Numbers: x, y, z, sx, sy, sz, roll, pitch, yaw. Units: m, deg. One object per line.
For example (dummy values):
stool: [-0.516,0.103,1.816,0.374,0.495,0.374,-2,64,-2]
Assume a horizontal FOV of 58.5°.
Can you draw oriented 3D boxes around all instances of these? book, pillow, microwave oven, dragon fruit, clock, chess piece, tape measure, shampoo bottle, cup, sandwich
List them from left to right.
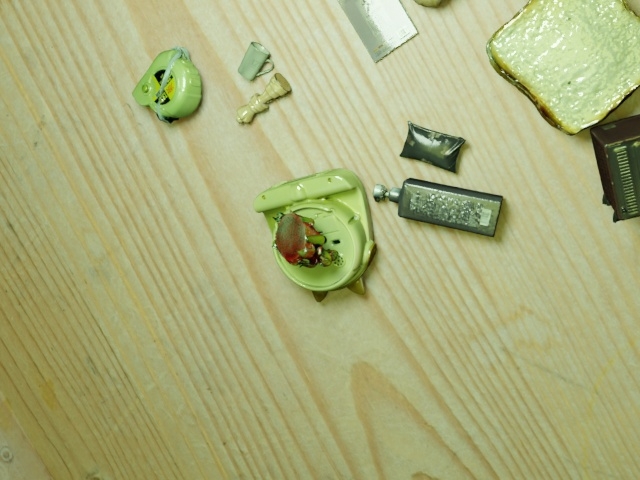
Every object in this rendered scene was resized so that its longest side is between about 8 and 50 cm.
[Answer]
tape measure: [-0.399,-0.413,1.543,0.200,0.106,0.175,-45,73,24]
cup: [-0.166,-0.459,1.476,0.083,0.075,0.054,-53,47,28]
chess piece: [-0.157,-0.362,1.493,0.172,0.060,0.060,-34,92,28]
dragon fruit: [-0.044,0.011,1.404,0.175,0.142,0.138,31,147,-23]
clock: [0.000,0.000,1.506,0.286,0.117,0.348,-13,101,24]
book: [0.133,-0.533,1.352,0.127,0.014,0.181,-30,94,26]
pillow: [0.268,-0.225,1.375,0.150,0.048,0.090,20,104,18]
shampoo bottle: [0.279,-0.091,1.398,0.310,0.071,0.098,13,111,17]
sandwich: [0.531,-0.397,1.198,0.301,0.099,0.271,45,120,0]
microwave oven: [0.688,-0.165,1.143,0.248,0.188,0.178,-15,106,20]

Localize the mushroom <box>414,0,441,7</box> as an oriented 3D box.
mushroom: [0.324,-0.618,1.197,0.329,0.122,0.159,-38,81,26]
